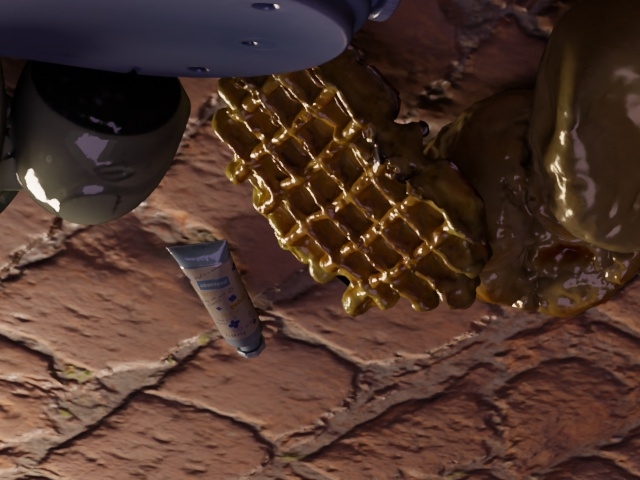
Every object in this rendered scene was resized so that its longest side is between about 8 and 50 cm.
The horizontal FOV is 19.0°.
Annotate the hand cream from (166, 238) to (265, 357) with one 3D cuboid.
[{"bbox_3d":[-0.098,0.057,1.962,0.065,0.043,0.170,-9,135,16],"label":"hand cream"}]

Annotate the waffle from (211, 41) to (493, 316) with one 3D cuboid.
[{"bbox_3d":[0.030,-0.058,1.696,0.283,0.065,0.309,17,137,31],"label":"waffle"}]

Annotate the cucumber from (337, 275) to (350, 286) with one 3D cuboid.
[{"bbox_3d":[0.000,0.000,1.887,0.036,0.033,0.184,6,150,41],"label":"cucumber"}]

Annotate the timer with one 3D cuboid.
[{"bbox_3d":[-0.119,-0.238,1.416,0.395,0.173,0.395,4,171,1],"label":"timer"}]

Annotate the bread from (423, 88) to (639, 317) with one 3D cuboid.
[{"bbox_3d":[0.203,-0.025,1.752,0.245,0.134,0.244,1,141,1],"label":"bread"}]

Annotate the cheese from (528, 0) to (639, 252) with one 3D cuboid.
[{"bbox_3d":[0.285,-0.102,1.606,0.214,0.117,0.226,-6,113,-13],"label":"cheese"}]

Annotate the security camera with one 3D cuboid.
[{"bbox_3d":[-0.252,-0.100,1.655,0.277,0.197,0.191,3,132,-23],"label":"security camera"}]

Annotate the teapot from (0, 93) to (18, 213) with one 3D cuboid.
[{"bbox_3d":[-0.334,-0.068,1.778,0.149,0.111,0.108,-23,121,38],"label":"teapot"}]
